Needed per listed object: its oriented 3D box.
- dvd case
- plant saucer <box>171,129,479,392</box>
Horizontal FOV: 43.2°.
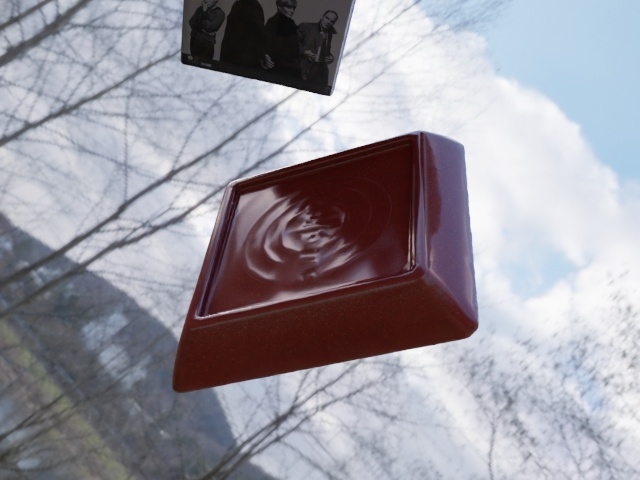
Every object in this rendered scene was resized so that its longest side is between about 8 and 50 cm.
[{"bbox_3d":[-0.051,-0.266,0.838,0.179,0.029,0.239,13,-42,-3],"label":"dvd case"},{"bbox_3d":[0.000,0.000,0.707,0.259,0.258,0.048,-13,-53,17],"label":"plant saucer"}]
